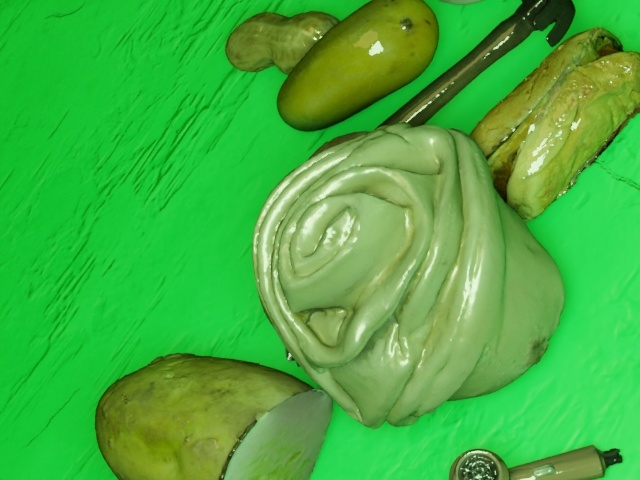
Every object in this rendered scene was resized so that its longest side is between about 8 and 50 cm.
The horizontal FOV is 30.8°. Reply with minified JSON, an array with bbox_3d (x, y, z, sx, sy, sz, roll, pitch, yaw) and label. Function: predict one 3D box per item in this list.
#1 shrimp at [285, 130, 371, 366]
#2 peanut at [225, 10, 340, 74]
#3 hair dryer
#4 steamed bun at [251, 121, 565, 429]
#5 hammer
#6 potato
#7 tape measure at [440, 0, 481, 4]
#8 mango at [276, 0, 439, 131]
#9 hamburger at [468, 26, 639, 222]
[{"bbox_3d":[0.000,0.000,1.454,0.164,0.062,0.316,12,73,38],"label":"shrimp"},{"bbox_3d":[-0.050,-0.266,1.578,0.193,0.089,0.089,5,74,37],"label":"peanut"},{"bbox_3d":[0.225,0.243,1.207,0.182,0.117,0.064,-16,60,2],"label":"hair dryer"},{"bbox_3d":[0.065,0.045,1.244,0.310,0.219,0.324,-32,82,24],"label":"steamed bun"},{"bbox_3d":[0.121,-0.155,1.392,0.440,0.044,0.168,-40,18,8],"label":"hammer"},{"bbox_3d":[-0.146,0.221,1.359,0.266,0.229,0.229,22,83,31],"label":"potato"},{"bbox_3d":[0.190,-0.434,1.477,0.258,0.130,0.265,-11,71,29],"label":"tape measure"},{"bbox_3d":[0.039,-0.221,1.467,0.251,0.156,0.114,-27,102,27],"label":"mango"},{"bbox_3d":[0.257,-0.140,1.316,0.262,0.131,0.124,-49,59,1],"label":"hamburger"}]
